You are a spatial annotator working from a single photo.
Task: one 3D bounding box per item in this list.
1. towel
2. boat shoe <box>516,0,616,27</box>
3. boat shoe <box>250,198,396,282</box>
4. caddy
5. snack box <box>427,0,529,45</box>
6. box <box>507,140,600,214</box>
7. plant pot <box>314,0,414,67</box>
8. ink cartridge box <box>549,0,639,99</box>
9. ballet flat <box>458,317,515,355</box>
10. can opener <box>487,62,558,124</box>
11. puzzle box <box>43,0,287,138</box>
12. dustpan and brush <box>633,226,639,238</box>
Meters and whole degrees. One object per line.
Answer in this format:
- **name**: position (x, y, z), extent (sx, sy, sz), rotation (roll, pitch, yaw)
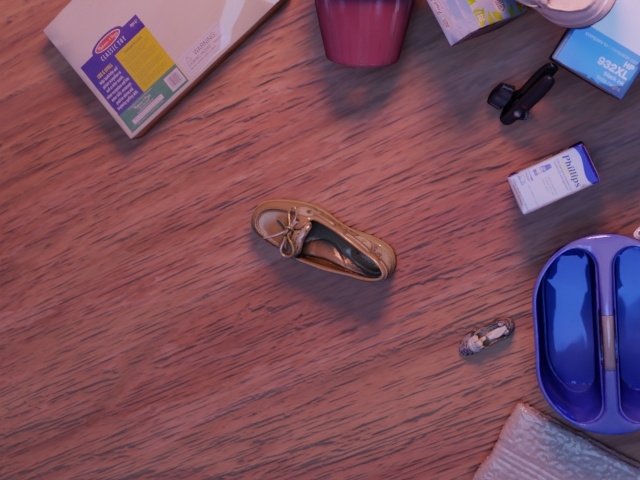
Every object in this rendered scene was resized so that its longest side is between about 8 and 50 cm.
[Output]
- **towel**: position (0.440, 0.431, 1.787), extent (0.282, 0.049, 0.187), rotation (29, 104, 9)
- **boat shoe**: position (0.332, -0.391, 1.482), extent (0.096, 0.277, 0.098), rotation (22, 100, -31)
- **boat shoe**: position (0.000, 0.000, 1.798), extent (0.285, 0.089, 0.105), rotation (19, 104, 10)
- **caddy**: position (0.483, 0.151, 1.660), extent (0.241, 0.179, 0.341), rotation (-3, 99, 15)
- **snack box**: position (0.239, -0.421, 1.604), extent (0.070, 0.207, 0.174), rotation (-27, 92, 39)
- **box**: position (0.393, -0.107, 1.664), extent (0.137, 0.126, 0.072), rotation (-24, 91, 16)
- **plant pot**: position (0.074, -0.397, 1.670), extent (0.201, 0.201, 0.180), rotation (7, 117, 13)
- **ink cartridge box**: position (0.496, -0.385, 1.540), extent (0.129, 0.223, 0.307), rotation (33, 105, 5)
- **ballet flat**: position (0.297, 0.175, 1.781), extent (0.114, 0.041, 0.041), rotation (-32, 91, 17)
- **can opener**: position (0.341, -0.240, 1.639), extent (0.073, 0.186, 0.059), rotation (14, 76, -14)
- **puzzle box**: position (-0.287, -0.418, 1.817), extent (0.409, 0.052, 0.272), rotation (-39, 89, 17)
- **dustpan and brush**: position (0.598, -0.051, 1.620), extent (0.211, 0.060, 0.147), rotation (-25, 91, -4)
